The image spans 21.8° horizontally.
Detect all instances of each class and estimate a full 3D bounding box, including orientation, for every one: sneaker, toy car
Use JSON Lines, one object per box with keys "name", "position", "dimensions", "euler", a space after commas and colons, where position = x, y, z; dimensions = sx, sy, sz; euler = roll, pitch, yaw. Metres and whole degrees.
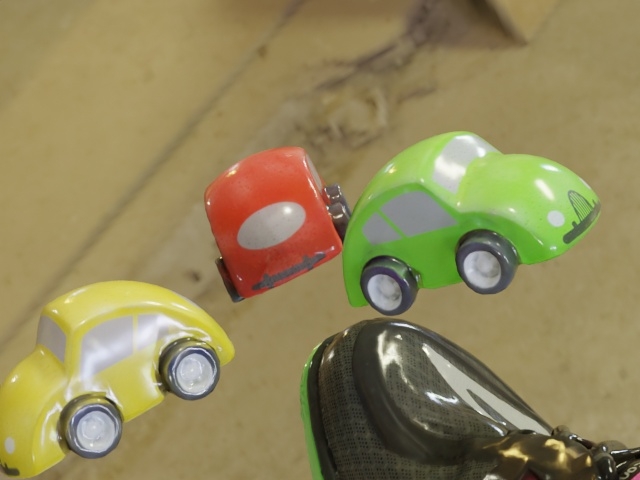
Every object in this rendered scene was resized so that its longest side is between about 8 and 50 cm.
{"name": "sneaker", "position": [0.167, 0.172, 0.907], "dimensions": [0.185, 0.202, 0.483], "euler": [-10, 37, -37]}
{"name": "toy car", "position": [0.000, 0.000, 0.642], "dimensions": [0.225, 0.053, 0.239], "euler": [-16, 16, 36]}
